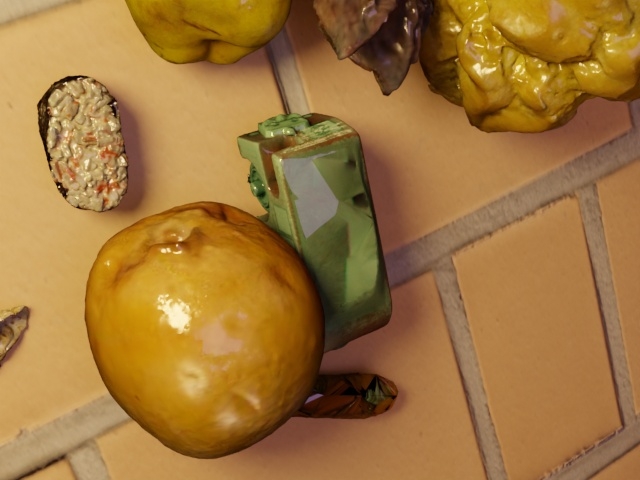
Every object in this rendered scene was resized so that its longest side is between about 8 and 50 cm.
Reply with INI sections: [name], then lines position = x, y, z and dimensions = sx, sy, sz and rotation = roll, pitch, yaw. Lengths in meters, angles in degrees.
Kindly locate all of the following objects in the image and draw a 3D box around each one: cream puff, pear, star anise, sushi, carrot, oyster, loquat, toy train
[cream puff]
position = 0.253, -0.253, 1.115
dimensions = 0.257, 0.324, 0.291
rotation = -55, 151, 16
[pear]
position = -0.123, -0.291, 0.982
dimensions = 0.200, 0.200, 0.200
rotation = -7, 105, -26
[star anise]
position = 0.045, -0.326, 1.009
dimensions = 0.117, 0.332, 0.332
rotation = -19, 118, 23
[sushi]
position = -0.265, -0.108, 1.012
dimensions = 0.090, 0.078, 0.150
rotation = -13, 109, -25
[carrot]
position = 0.001, 0.212, 1.242
dimensions = 0.228, 0.069, 0.069
rotation = 6, 99, -28
[oyster]
position = -0.374, 0.113, 1.045
dimensions = 0.083, 0.038, 0.081
rotation = -46, 149, -42
[loquat]
position = -0.137, 0.104, 1.033
dimensions = 0.276, 0.276, 0.284
rotation = -12, 129, -25
[toy train]
position = 0.000, 0.000, 1.135
dimensions = 0.129, 0.159, 0.326
rotation = -20, 112, -21
